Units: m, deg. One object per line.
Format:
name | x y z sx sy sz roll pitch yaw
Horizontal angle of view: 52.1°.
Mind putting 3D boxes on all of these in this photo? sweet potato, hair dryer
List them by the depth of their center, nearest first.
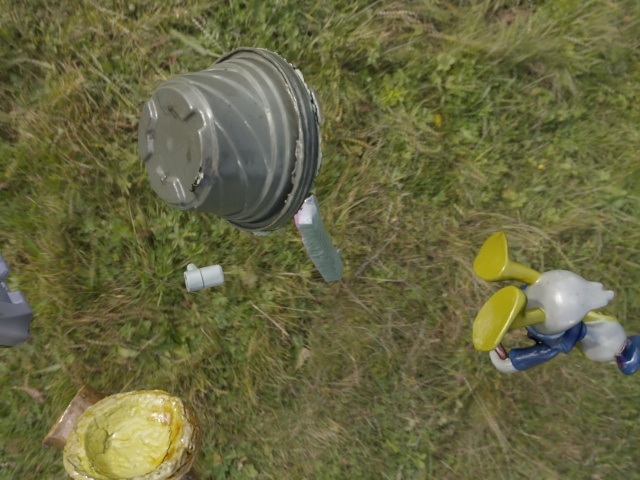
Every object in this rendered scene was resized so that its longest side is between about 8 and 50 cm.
sweet potato | -0.320 0.386 1.140 0.337 0.131 0.131 32 79 8
hair dryer | -0.279 0.076 1.512 0.082 0.137 0.047 -13 104 -21

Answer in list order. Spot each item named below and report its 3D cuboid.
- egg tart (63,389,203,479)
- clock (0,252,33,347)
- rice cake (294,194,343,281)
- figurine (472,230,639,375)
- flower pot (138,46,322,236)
egg tart | -0.287 0.324 1.023 0.213 0.212 0.090 -10 123 -14
clock | -0.650 0.083 1.234 0.083 0.186 0.253 -33 80 -7
rice cake | -0.001 0.002 1.291 0.051 0.290 0.081 3 67 15
figurine | 0.374 0.155 1.053 0.338 0.283 0.204 20 62 -11
flower pot | -0.122 -0.113 0.772 0.140 0.235 0.235 -13 90 -44
